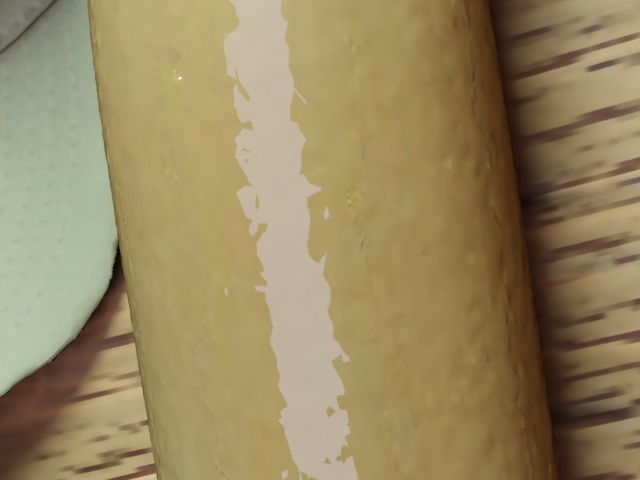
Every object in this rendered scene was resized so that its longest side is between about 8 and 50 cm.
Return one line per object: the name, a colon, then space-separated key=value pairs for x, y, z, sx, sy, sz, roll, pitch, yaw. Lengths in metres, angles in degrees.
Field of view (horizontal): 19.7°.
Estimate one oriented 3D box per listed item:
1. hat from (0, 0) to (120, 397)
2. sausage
hat: x=-0.194 y=-0.069 z=0.580 sx=0.258 sy=0.168 sz=0.301 roll=5 pitch=106 yaw=23
sausage: x=0.000 y=0.000 z=0.544 sx=0.123 sy=0.123 sz=0.252 roll=-7 pitch=98 yaw=21
